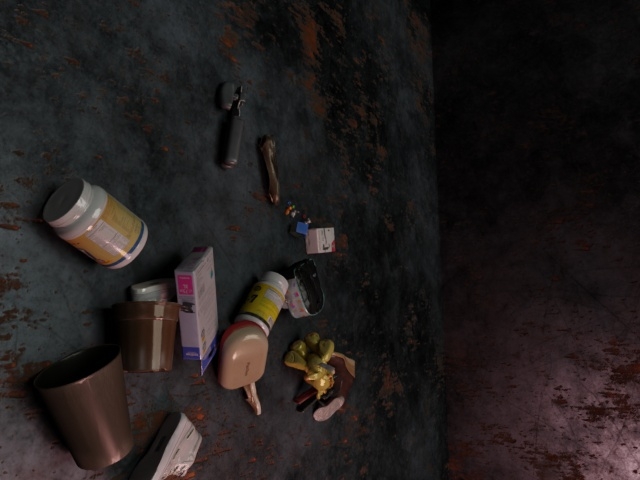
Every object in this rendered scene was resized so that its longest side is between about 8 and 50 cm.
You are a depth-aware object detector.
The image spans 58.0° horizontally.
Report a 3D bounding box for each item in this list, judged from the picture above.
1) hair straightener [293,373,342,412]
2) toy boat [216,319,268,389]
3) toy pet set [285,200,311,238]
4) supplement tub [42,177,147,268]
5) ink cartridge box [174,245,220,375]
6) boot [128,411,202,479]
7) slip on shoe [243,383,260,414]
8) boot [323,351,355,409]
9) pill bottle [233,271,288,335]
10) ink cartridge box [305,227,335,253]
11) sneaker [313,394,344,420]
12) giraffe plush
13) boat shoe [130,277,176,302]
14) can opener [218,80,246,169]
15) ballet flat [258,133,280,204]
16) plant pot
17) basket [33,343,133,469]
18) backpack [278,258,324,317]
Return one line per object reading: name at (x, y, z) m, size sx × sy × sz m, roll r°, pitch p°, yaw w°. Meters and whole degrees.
hair straightener at (0.000, 0.569, 2.141) m, size 0.231 × 0.047 × 0.088 m, roll -30°, pitch 113°, yaw -39°
toy boat at (-0.250, 0.326, 1.744) m, size 0.151 × 0.151 × 0.230 m, roll -12°, pitch 133°, yaw -30°
toy pet set at (-0.074, -0.074, 2.149) m, size 0.122 × 0.065 × 0.114 m, roll 39°, pitch 53°, yaw -49°
supplement tub at (-0.519, -0.039, 1.340) m, size 0.199 × 0.145 × 0.144 m, roll 48°, pitch 47°, yaw -44°
ink cartridge box at (-0.335, 0.191, 1.589) m, size 0.185 × 0.065 × 0.310 m, roll -75°, pitch 163°, yaw -70°
boot at (-0.393, 0.585, 1.499) m, size 0.123 × 0.095 × 0.258 m, roll 57°, pitch 39°, yaw -27°
slip on shoe at (-0.223, 0.501, 1.849) m, size 0.041 × 0.051 × 0.135 m, roll -16°, pitch 113°, yaw -18°
boot at (0.044, 0.540, 2.234) m, size 0.248 × 0.090 × 0.206 m, roll 31°, pitch 67°, yaw -43°
pill bottle at (-0.187, 0.208, 1.873) m, size 0.119 × 0.119 × 0.208 m, roll 61°, pitch 38°, yaw -34°
ink cartridge box at (0.000, 0.000, 2.268) m, size 0.135 × 0.056 × 0.099 m, roll -6°, pitch 92°, yaw -59°
sneaker at (0.037, 0.633, 2.187) m, size 0.051 × 0.134 × 0.070 m, roll 53°, pitch 14°, yaw 9°
giraffe plush at (-0.011, 0.461, 2.072) m, size 0.182 × 0.210 × 0.170 m, roll -32°, pitch 133°, yaw -19°
boat shoe at (-0.427, 0.141, 1.547) m, size 0.184 × 0.066 × 0.063 m, roll -13°, pitch 111°, yaw -61°
can opener at (-0.297, -0.372, 1.846) m, size 0.095 × 0.076 × 0.283 m, roll 13°, pitch 72°, yaw -24°
ballet flat at (-0.177, -0.246, 2.024) m, size 0.084 × 0.058 × 0.249 m, roll -117°, pitch -159°, yaw -77°
plant pot at (-0.428, 0.240, 1.414) m, size 0.167 × 0.167 × 0.165 m, roll 20°, pitch 64°, yaw -56°
basket at (-0.512, 0.379, 1.292) m, size 0.204 × 0.154 × 0.226 m, roll -36°, pitch 120°, yaw -61°
backpack at (-0.072, 0.178, 2.033) m, size 0.188 × 0.145 × 0.166 m, roll 65°, pitch 28°, yaw -5°
